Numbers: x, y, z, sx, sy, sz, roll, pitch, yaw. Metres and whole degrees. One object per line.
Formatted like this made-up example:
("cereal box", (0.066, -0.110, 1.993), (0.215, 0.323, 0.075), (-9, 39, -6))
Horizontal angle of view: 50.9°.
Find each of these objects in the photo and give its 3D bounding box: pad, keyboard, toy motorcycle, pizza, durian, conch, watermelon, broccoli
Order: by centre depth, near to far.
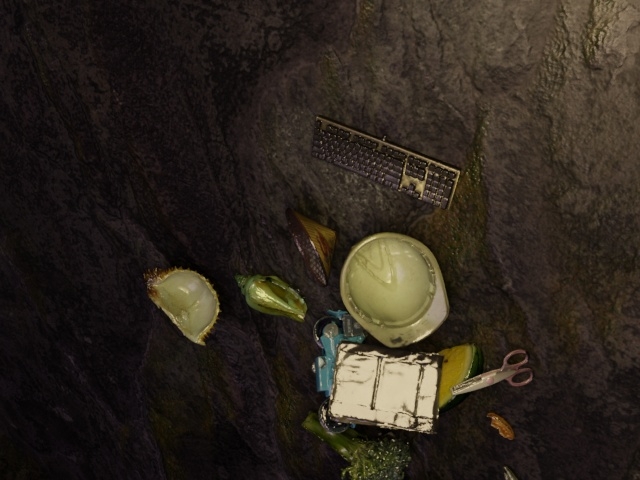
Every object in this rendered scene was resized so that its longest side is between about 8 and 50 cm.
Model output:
("keyboard", (0.120, -0.158, 1.333), (0.317, 0.027, 0.106), (24, 128, 20))
("pad", (0.140, 0.312, 1.438), (0.233, 0.174, 0.022), (6, 166, 6))
("pizza", (0.403, 0.412, 1.496), (0.083, 0.016, 0.037), (45, 131, -2))
("watermelon", (0.248, 0.321, 1.496), (0.301, 0.123, 0.129), (-34, 74, 39))
("toy motorcycle", (0.076, 0.289, 1.514), (0.123, 0.182, 0.272), (131, 137, -68))
("conch", (-0.125, 0.132, 1.637), (0.201, 0.079, 0.094), (14, 112, 6))
("broccoli", (0.077, 0.514, 1.708), (0.304, 0.165, 0.145), (18, 85, 36))
("durian", (-0.354, 0.153, 1.759), (0.252, 0.139, 0.144), (50, 127, -2))

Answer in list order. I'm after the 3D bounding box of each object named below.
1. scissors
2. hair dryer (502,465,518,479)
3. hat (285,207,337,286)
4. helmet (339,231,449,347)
("scissors", (0.353, 0.284, 1.386), (0.176, 0.022, 0.085), (-20, 111, 0))
("hair dryer", (0.452, 0.630, 1.574), (0.206, 0.075, 0.237), (-12, 102, 44))
("hat", (0.000, 0.000, 1.477), (0.193, 0.082, 0.193), (59, 170, 18))
("helmet", (0.139, 0.079, 1.392), (0.204, 0.137, 0.257), (-29, 111, 2))
